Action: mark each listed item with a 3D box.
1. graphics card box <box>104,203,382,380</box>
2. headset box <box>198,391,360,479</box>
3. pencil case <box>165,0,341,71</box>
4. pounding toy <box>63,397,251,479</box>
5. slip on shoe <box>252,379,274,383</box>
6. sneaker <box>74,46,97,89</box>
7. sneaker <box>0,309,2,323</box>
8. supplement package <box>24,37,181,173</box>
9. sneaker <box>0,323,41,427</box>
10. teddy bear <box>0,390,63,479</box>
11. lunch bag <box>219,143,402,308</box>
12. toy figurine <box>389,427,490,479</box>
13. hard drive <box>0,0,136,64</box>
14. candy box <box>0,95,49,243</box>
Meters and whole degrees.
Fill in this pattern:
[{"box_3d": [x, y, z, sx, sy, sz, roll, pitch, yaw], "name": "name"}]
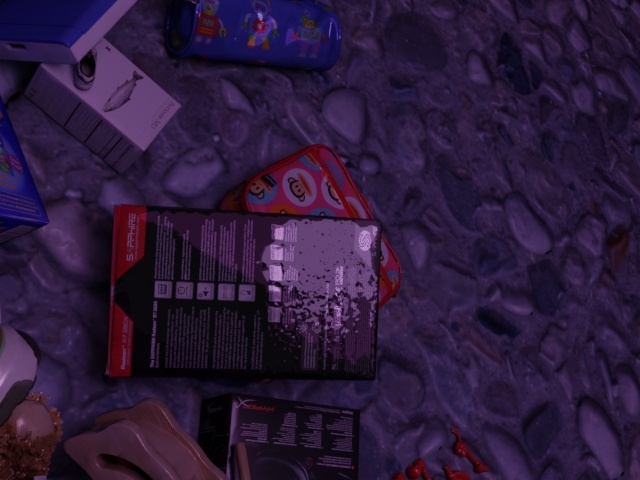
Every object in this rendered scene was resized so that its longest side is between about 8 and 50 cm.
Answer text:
[{"box_3d": [-0.103, 0.075, 1.082, 0.370, 0.094, 0.233, 2, 86, -11], "name": "graphics card box"}, {"box_3d": [-0.064, 0.378, 1.092, 0.218, 0.110, 0.294, 13, 67, -29], "name": "headset box"}, {"box_3d": [-0.110, -0.360, 1.298, 0.306, 0.119, 0.133, -2, 98, -35], "name": "pencil case"}, {"box_3d": [-0.185, 0.316, 0.973, 0.269, 0.154, 0.155, 49, 22, 2], "name": "pounding toy"}, {"box_3d": [-0.084, 0.152, 1.193, 0.041, 0.051, 0.136, 12, 68, -52], "name": "slip on shoe"}, {"box_3d": [-0.314, -0.247, 1.048, 0.031, 0.037, 0.083, 3, 71, -30], "name": "sneaker"}, {"box_3d": [-0.443, 0.150, 0.928, 0.091, 0.094, 0.258, 10, 70, -35], "name": "sneaker"}, {"box_3d": [-0.315, -0.204, 1.122, 0.179, 0.105, 0.105, 40, 56, -16], "name": "supplement package"}, {"box_3d": [-0.462, 0.192, 0.702, 0.410, 0.158, 0.182, -54, 131, -30], "name": "sneaker"}, {"box_3d": [-0.361, 0.344, 0.885, 0.245, 0.113, 0.338, -48, 124, -62], "name": "teddy bear"}, {"box_3d": [0.000, 0.000, 1.262, 0.258, 0.120, 0.293, -34, 96, -40], "name": "lunch bag"}, {"box_3d": [0.220, 0.443, 1.192, 0.362, 0.217, 0.191, -27, 90, -37], "name": "toy figurine"}, {"box_3d": [-0.337, -0.372, 1.114, 0.319, 0.210, 0.040, -60, 146, -31], "name": "hard drive"}, {"box_3d": [-0.466, -0.154, 0.900, 0.122, 0.268, 0.317, -20, 86, 0], "name": "candy box"}]
